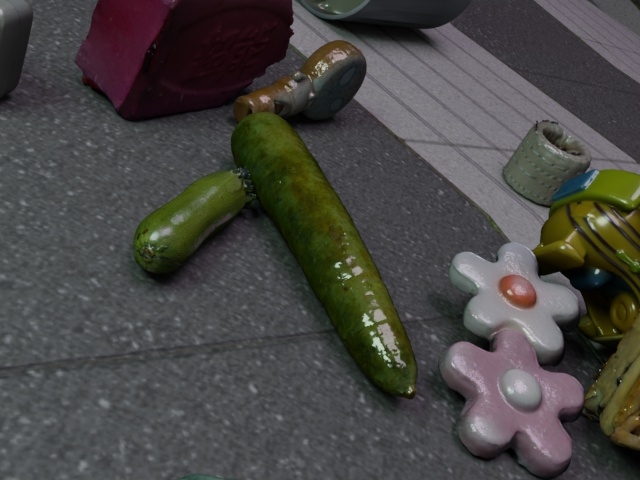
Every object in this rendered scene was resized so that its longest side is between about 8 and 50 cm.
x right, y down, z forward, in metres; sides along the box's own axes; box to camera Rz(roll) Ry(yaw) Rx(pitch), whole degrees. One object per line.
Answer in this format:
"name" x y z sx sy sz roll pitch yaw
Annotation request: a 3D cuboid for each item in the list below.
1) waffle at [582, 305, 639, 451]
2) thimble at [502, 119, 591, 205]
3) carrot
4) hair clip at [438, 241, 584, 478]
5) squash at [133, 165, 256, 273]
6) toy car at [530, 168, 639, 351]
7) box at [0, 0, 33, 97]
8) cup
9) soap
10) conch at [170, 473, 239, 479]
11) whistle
"waffle" 0.400 0.076 0.704 0.213 0.308 0.091 25 10 -7
"thimble" 0.329 -0.112 1.151 0.102 0.090 0.115 31 31 4
"carrot" 0.000 0.000 0.734 0.074 0.074 0.358 5 39 -35
"hair clip" 0.175 0.099 0.734 0.146 0.075 0.257 29 34 -9
"squash" -0.108 -0.022 0.695 0.052 0.052 0.183 32 32 5
"toy car" 0.331 0.048 0.831 0.248 0.200 0.142 42 74 0
"box" -0.382 -0.225 0.722 0.244 0.103 0.055 30 35 2
"cup" 0.097 -0.517 1.471 0.323 0.236 0.327 12 17 38
"soap" -0.134 -0.238 0.888 0.099 0.162 0.250 39 33 17
"conch" -0.084 0.176 0.318 0.277 0.195 0.220 -23 24 -24
"whistle" -0.019 -0.188 0.982 0.057 0.107 0.220 44 48 18
